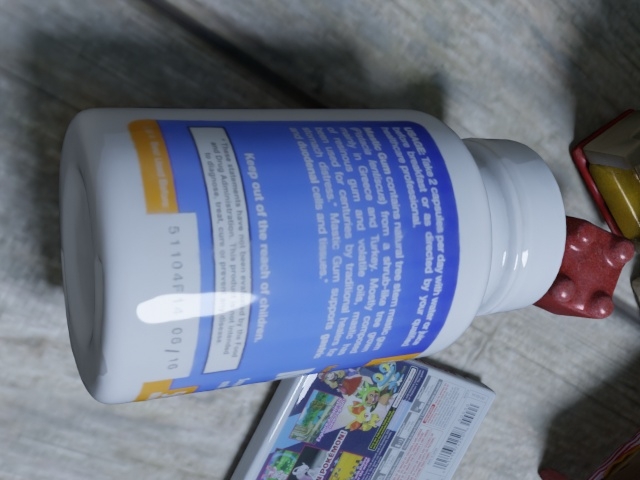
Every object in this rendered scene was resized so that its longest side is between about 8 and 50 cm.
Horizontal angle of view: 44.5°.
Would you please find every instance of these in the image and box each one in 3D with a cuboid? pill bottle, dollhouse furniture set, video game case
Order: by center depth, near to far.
[{"bbox_3d":[0.000,0.000,0.450,0.272,0.152,0.152,-3,109,-25],"label":"pill bottle"},{"bbox_3d":[0.023,0.177,0.601,0.183,0.023,0.201,24,97,-31],"label":"video game case"},{"bbox_3d":[0.263,0.101,0.647,0.201,0.152,0.374,-34,102,-12],"label":"dollhouse furniture set"}]
